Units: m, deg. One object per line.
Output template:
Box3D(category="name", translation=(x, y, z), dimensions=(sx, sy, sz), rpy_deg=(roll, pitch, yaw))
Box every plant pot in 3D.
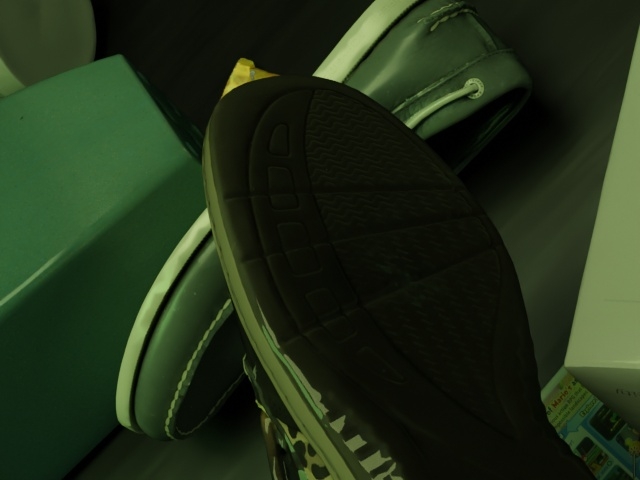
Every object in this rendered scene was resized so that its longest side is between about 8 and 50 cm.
Box3D(category="plant pot", translation=(-0.167, 0.010, 1.166), dimensions=(0.234, 0.166, 0.165), rpy_deg=(-40, 52, 5))

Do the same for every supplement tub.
Box3D(category="supplement tub", translation=(-0.272, -0.136, 1.312), dimensions=(0.200, 0.144, 0.144), rpy_deg=(-12, 63, 30))

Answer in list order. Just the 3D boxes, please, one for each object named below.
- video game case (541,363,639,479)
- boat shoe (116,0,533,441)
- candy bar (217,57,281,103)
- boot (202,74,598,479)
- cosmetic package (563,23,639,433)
Box3D(category="video game case", translation=(0.182, 0.097, 0.971), dimensions=(0.157, 0.019, 0.143), rpy_deg=(-51, 50, 6))
Box3D(category="boat shoe", translation=(0.000, 0.000, 1.082), dimensions=(0.099, 0.116, 0.319), rpy_deg=(38, 97, 19))
Box3D(category="candy bar", translation=(0.000, -0.081, 1.181), dimensions=(0.161, 0.018, 0.040), rpy_deg=(19, 81, 40))
Box3D(category="boot", translation=(0.012, 0.139, 0.902), dimensions=(0.377, 0.138, 0.284), rpy_deg=(61, 146, 25))
Box3D(category="cosmetic package", translation=(0.273, -0.081, 0.889), dimensions=(0.217, 0.156, 0.385), rpy_deg=(1, 65, 33))
